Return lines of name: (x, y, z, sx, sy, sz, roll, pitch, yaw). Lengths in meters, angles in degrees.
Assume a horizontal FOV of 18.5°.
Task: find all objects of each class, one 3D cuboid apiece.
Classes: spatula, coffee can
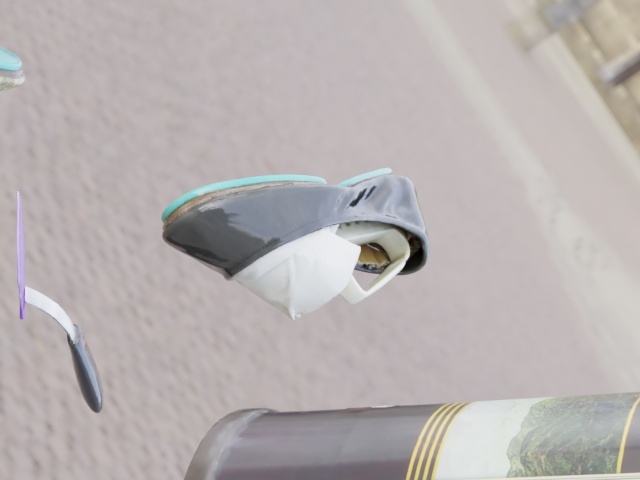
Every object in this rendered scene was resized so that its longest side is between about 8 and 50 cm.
spatula: (-0.237, 0.074, 1.763, 0.296, 0.030, 0.084, 70, 11, -52)
coffee can: (0.092, 0.174, 0.937, 0.201, 0.275, 0.202, -5, 90, -68)

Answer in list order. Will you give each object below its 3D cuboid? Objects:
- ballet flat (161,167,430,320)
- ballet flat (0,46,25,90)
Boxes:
ballet flat: (0.000, 0.000, 1.420, 0.280, 0.095, 0.096, -10, 69, -54)
ballet flat: (-0.484, -0.200, 2.031, 0.348, 0.123, 0.123, 21, 24, -20)
